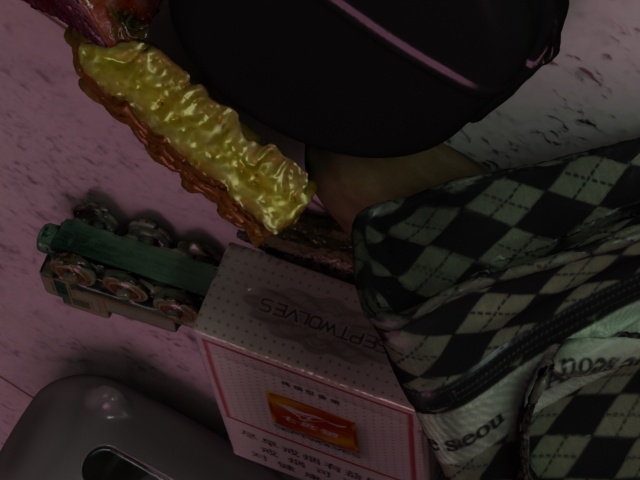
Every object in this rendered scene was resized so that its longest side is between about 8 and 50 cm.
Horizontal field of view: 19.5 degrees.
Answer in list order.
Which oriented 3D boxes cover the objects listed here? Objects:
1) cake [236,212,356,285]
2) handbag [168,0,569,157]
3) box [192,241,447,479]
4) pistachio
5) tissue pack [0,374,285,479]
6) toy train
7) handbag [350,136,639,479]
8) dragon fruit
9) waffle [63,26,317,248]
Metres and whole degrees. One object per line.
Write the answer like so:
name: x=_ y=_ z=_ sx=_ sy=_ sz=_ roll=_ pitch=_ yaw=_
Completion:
cake: x=0.000 y=0.000 z=1.559 sx=0.140 sy=0.051 sz=0.055 roll=22 pitch=149 yaw=3
handbag: x=0.026 y=-0.165 z=1.259 sx=0.254 sy=0.093 sz=0.308 roll=33 pitch=148 yaw=-10
box: x=0.015 y=0.136 z=1.660 sx=0.210 sy=0.095 sz=0.330 roll=19 pitch=159 yaw=12
pistachio: x=0.070 y=-0.030 z=1.424 sx=0.185 sy=0.126 sz=0.108 roll=35 pitch=105 yaw=-7
tissue pack: x=-0.184 y=0.293 z=1.950 sx=0.333 sy=0.229 sz=0.236 roll=31 pitch=150 yaw=-7
toy train: x=-0.164 y=0.034 z=1.712 sx=0.194 sy=0.080 sz=0.125 roll=18 pitch=158 yaw=8
handbag: x=0.235 y=0.108 z=1.373 sx=0.317 sy=0.180 sz=0.416 roll=-21 pitch=129 yaw=9
dragon fruit: x=-0.176 y=-0.216 z=1.335 sx=0.147 sy=0.102 sz=0.096 roll=21 pitch=146 yaw=17
waffle: x=-0.108 y=-0.085 z=1.452 sx=0.229 sy=0.057 sz=0.219 roll=41 pitch=173 yaw=0
